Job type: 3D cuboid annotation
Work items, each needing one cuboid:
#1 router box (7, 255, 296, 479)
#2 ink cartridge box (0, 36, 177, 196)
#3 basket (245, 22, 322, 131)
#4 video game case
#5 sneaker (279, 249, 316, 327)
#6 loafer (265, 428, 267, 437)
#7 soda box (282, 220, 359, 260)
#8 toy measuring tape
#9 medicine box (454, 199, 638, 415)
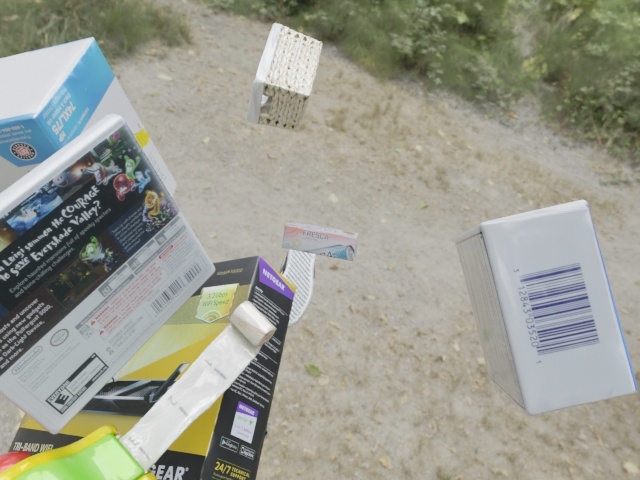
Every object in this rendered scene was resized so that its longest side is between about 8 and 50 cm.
[{"bbox_3d":[-0.192,0.157,0.618,0.308,0.081,0.243,-11,53,30],"label":"router box"},{"bbox_3d":[-0.371,-0.104,0.788,0.198,0.270,0.197,-8,45,13],"label":"ink cartridge box"},{"bbox_3d":[-0.066,-0.299,1.023,0.103,0.113,0.167,17,57,-7],"label":"basket"},{"bbox_3d":[-0.184,0.028,0.423,0.022,0.173,0.190,19,55,37],"label":"video game case"},{"bbox_3d":[-0.080,0.138,1.704,0.126,0.127,0.321,17,60,1],"label":"sneaker"},{"bbox_3d":[-0.195,0.378,1.120,0.096,0.084,0.267,9,-1,34],"label":"loafer"},{"bbox_3d":[0.000,0.000,1.352,0.183,0.063,0.058,10,14,9],"label":"soda box"},{"bbox_3d":[-0.164,0.165,0.394,0.330,0.121,0.121,-45,57,-12],"label":"toy measuring tape"},{"bbox_3d":[0.327,0.097,0.857,0.149,0.264,0.289,-13,-5,6],"label":"medicine box"}]
